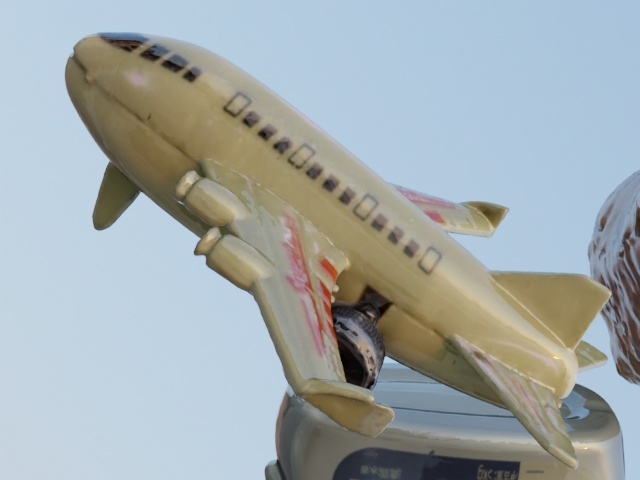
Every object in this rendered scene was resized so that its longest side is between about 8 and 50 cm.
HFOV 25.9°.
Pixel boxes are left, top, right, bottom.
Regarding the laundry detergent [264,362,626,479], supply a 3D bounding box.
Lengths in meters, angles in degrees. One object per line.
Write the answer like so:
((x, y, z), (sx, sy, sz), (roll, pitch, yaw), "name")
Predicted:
((0.061, 0.216, 0.809), (0.215, 0.105, 0.280), (5, -71, -5), "laundry detergent")

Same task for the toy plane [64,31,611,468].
((0.000, 0.000, 0.539), (0.244, 0.229, 0.092), (29, -68, 8), "toy plane")

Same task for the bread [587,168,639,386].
((0.266, -0.004, 0.807), (0.344, 0.195, 0.148), (95, -18, -79), "bread")
